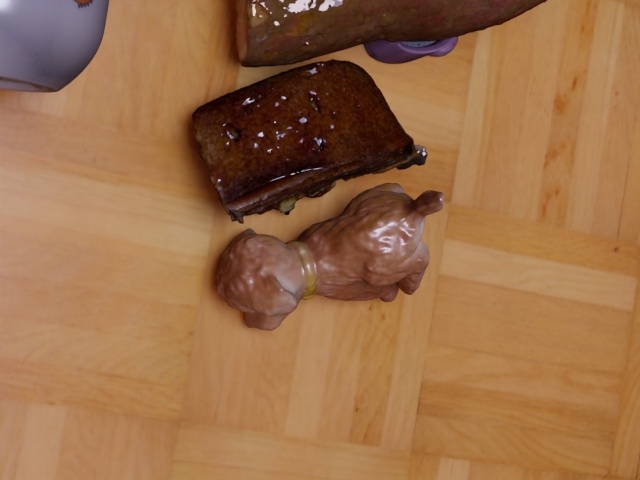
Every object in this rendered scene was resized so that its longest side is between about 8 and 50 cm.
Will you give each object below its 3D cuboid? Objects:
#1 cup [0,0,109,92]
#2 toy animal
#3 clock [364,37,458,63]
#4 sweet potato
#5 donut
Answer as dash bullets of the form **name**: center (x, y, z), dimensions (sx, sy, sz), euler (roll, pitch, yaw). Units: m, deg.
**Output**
- **cup**: center (-0.256, -0.283, 1.142), dimensions (0.212, 0.212, 0.317), euler (7, 91, -27)
- **toy animal**: center (0.003, 0.005, 1.304), dimensions (0.185, 0.184, 0.104), euler (-5, 68, -20)
- **clock**: center (0.098, -0.248, 1.412), dimensions (0.110, 0.050, 0.152), euler (0, 91, -27)
- **sweet potato**: center (0.083, -0.240, 1.309), dimensions (0.337, 0.131, 0.131), euler (-10, 96, -4)
- **donut**: center (-0.012, -0.096, 1.318), dimensions (0.186, 0.144, 0.126), euler (-26, 82, 1)
